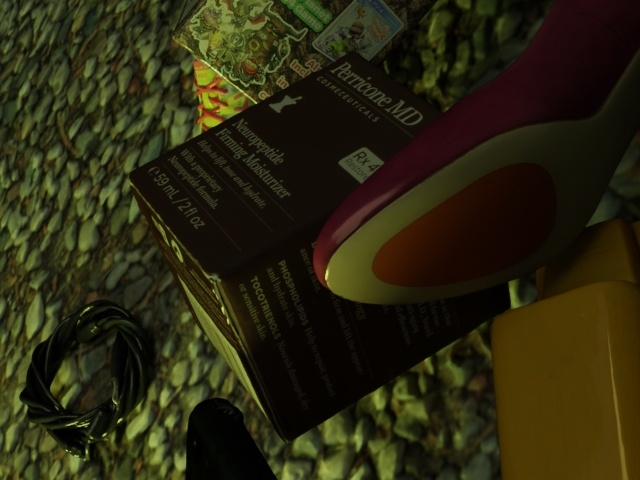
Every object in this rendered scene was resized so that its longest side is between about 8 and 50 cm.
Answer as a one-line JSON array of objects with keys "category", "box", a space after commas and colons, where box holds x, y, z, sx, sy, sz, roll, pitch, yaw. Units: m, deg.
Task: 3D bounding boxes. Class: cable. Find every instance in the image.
[{"category": "cable", "box": [-0.244, 0.129, 1.215, 0.184, 0.047, 0.151, 31, 94, 50]}]

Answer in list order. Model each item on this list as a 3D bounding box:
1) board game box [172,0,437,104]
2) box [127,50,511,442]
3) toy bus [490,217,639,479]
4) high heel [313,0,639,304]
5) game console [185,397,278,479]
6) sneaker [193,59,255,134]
[{"category": "board game box", "box": [0.028, -0.261, 0.984, 0.291, 0.141, 0.232, -47, 17, 19]}, {"category": "box", "box": [0.000, 0.000, 0.868, 0.203, 0.167, 0.168, -31, 39, -13]}, {"category": "toy bus", "box": [0.177, 0.141, 0.704, 0.108, 0.130, 0.333, -23, 56, 37]}, {"category": "high heel", "box": [0.128, -0.093, 0.775, 0.377, 0.127, 0.181, -25, 46, -20]}, {"category": "game console", "box": [-0.015, 0.316, 0.685, 0.386, 0.060, 0.342, -139, 50, -64]}, {"category": "sneaker", "box": [-0.093, -0.137, 1.151, 0.081, 0.094, 0.209, 2, 73, 46]}]
